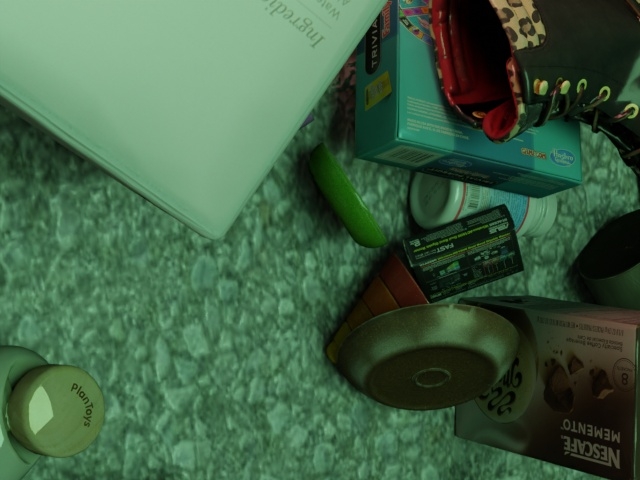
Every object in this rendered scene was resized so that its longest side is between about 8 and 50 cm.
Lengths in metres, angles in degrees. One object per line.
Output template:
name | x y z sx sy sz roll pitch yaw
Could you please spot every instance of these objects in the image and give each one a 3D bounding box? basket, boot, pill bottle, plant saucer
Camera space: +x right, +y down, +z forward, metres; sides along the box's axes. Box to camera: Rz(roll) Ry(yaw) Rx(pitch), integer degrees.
basket | 0.430 0.084 1.729 0.227 0.154 0.204 49 67 -21
boot | 0.280 -0.139 1.450 0.284 0.138 0.377 -13 82 -37
pill bottle | 0.188 -0.045 1.600 0.160 0.087 0.087 9 89 -32
plant saucer | 0.117 0.134 1.512 0.199 0.198 0.036 21 47 -31

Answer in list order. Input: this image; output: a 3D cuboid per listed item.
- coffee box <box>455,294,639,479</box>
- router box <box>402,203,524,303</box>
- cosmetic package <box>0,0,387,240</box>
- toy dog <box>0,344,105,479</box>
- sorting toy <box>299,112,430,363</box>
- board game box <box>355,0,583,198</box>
coffee box | 0.284 0.157 1.551 0.119 0.297 0.168 -1 94 -32
router box | 0.159 0.016 1.559 0.122 0.038 0.092 -20 146 2
cosmetic package | -0.147 -0.269 1.192 0.327 0.329 0.393 36 86 -27
toy dog | -0.343 0.182 1.221 0.161 0.220 0.333 56 38 -18
sorting toy | 0.000 0.000 1.493 0.126 0.127 0.365 -33 113 0
board game box | 0.162 -0.233 1.528 0.254 0.079 0.336 11 72 -32
